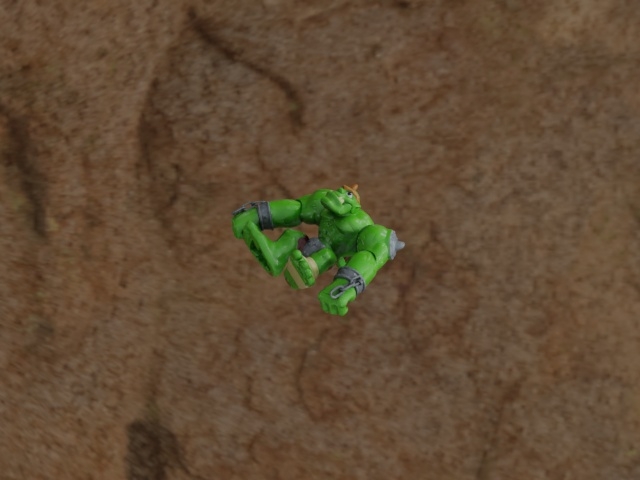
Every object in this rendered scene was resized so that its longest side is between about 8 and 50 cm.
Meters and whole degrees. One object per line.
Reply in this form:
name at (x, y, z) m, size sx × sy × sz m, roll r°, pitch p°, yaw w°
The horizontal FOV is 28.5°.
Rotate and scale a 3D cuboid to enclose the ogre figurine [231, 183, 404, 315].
ogre figurine at (0.000, 0.000, 1.327) m, size 0.118 × 0.197 × 0.097 m, roll -29°, pitch 112°, yaw -24°
